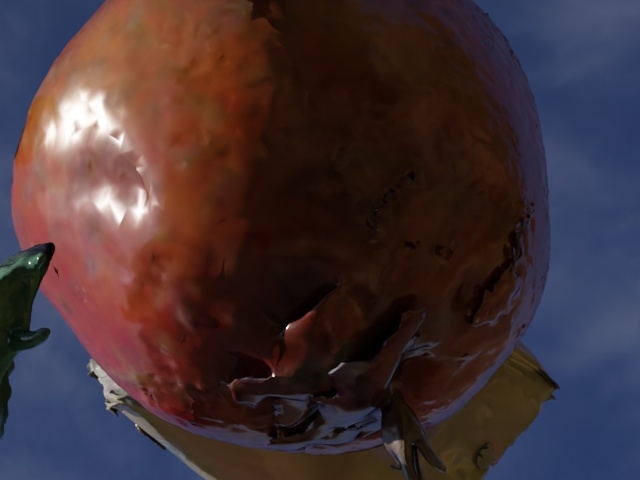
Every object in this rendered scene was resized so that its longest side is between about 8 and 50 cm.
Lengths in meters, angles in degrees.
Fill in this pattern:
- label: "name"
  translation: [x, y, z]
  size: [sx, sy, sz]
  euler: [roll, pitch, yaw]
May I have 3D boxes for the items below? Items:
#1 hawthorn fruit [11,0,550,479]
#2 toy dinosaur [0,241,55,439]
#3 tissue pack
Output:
- label: "hawthorn fruit"
  translation: [0.000, 0.000, 1.001]
  size: [0.276, 0.307, 0.276]
  euler: [-17, -43, -16]
- label: "toy dinosaur"
  translation: [-0.216, 0.112, 0.912]
  size: [0.079, 0.120, 0.292]
  euler: [37, -76, -17]
- label: "tissue pack"
  translation: [0.001, 0.088, 1.302]
  size: [0.257, 0.123, 0.215]
  euler: [42, -97, -29]
